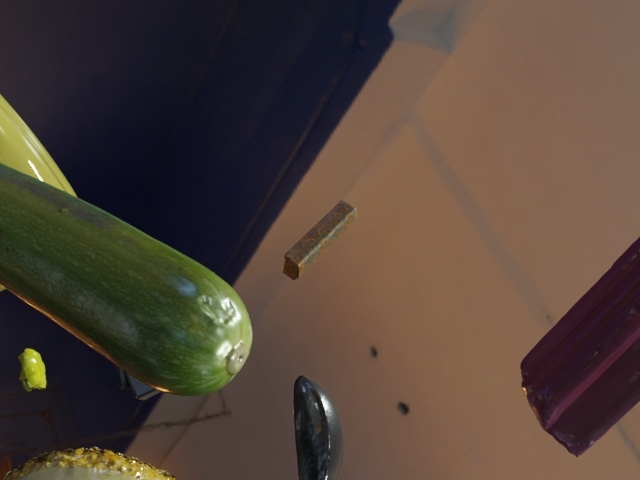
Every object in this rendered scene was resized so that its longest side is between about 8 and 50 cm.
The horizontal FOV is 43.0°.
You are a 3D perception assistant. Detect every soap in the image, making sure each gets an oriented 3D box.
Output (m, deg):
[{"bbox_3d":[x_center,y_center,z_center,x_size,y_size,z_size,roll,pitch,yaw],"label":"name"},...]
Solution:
[{"bbox_3d":[0.502,0.168,1.391,0.128,0.233,0.360,37,-68,-1],"label":"soap"}]

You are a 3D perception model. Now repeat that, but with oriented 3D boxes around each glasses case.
[{"bbox_3d":[0.000,0.000,1.906,0.049,0.218,0.075,35,-32,18],"label":"glasses case"}]

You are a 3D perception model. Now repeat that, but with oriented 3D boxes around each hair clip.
[{"bbox_3d":[-0.533,0.246,1.503,0.173,0.046,0.072,126,-48,-64],"label":"hair clip"}]

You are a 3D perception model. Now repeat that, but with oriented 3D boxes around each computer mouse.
[{"bbox_3d":[0.002,0.387,1.528,0.137,0.086,0.270,56,29,-75],"label":"computer mouse"}]

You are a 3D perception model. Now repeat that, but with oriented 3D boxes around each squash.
[{"bbox_3d":[-0.129,0.011,0.419,0.228,0.066,0.066,26,-67,23],"label":"squash"}]

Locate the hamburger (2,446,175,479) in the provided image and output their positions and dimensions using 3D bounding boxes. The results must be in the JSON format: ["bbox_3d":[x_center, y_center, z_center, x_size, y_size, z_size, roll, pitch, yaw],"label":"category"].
[{"bbox_3d":[-0.283,0.387,1.015,0.276,0.294,0.179,-40,-160,23],"label":"hamburger"}]

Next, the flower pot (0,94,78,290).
[{"bbox_3d":[-0.354,-0.055,0.812,0.195,0.195,0.179,12,-52,52],"label":"flower pot"}]

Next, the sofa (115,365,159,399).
[{"bbox_3d":[-0.235,0.125,1.014,0.085,0.060,0.147,113,-46,-78],"label":"sofa"}]
